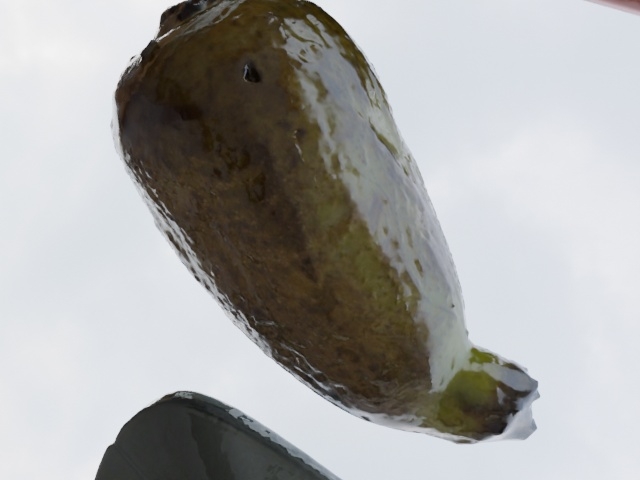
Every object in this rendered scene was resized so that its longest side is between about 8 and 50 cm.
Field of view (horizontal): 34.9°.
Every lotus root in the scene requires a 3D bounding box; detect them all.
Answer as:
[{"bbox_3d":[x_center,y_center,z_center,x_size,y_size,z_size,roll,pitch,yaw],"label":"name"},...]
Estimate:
[{"bbox_3d":[0.000,0.000,0.353,0.094,0.108,0.191,-31,-94,-3],"label":"lotus root"}]

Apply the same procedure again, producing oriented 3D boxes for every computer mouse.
[{"bbox_3d":[-0.047,0.270,0.873,0.330,0.095,0.197,35,-69,1],"label":"computer mouse"}]

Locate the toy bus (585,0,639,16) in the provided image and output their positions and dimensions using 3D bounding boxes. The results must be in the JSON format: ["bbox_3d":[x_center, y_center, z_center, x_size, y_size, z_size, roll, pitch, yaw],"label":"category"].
[{"bbox_3d":[0.180,-0.340,0.528,0.203,0.232,0.427,-128,-132,-56],"label":"toy bus"}]
